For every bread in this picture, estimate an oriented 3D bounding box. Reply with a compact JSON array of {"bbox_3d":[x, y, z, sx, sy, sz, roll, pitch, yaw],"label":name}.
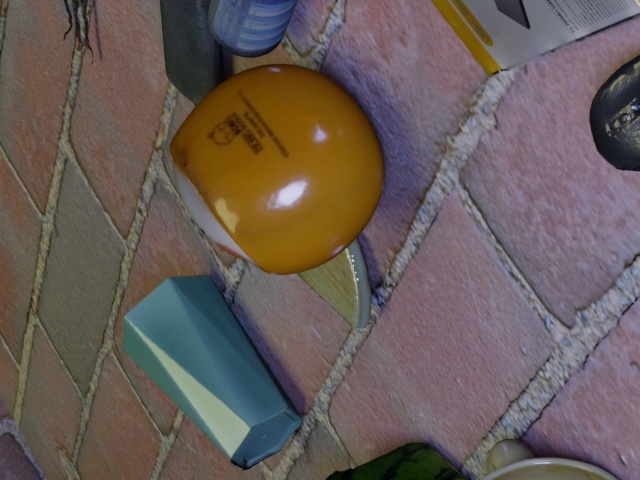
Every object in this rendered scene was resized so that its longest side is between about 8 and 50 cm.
[{"bbox_3d":[0.002,-0.001,1.872,0.193,0.036,0.112,41,138,40],"label":"bread"}]

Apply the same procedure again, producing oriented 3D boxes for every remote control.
[{"bbox_3d":[-0.146,-0.319,1.865,0.107,0.044,0.377,48,150,42],"label":"remote control"}]

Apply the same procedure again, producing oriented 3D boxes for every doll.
[{"bbox_3d":[-0.027,-0.060,1.721,0.213,0.213,0.236,50,-176,30],"label":"doll"}]

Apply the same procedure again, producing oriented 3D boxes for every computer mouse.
[{"bbox_3d":[0.239,-0.093,1.304,0.079,0.047,0.135,60,153,10],"label":"computer mouse"}]

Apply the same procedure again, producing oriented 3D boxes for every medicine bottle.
[{"bbox_3d":[-0.055,-0.263,1.687,0.083,0.083,0.203,58,156,16],"label":"medicine bottle"}]

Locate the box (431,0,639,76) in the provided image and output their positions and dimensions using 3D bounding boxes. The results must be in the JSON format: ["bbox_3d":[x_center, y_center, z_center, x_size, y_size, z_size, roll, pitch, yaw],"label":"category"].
[{"bbox_3d":[0.159,-0.205,1.331,0.129,0.033,0.247,51,159,-10],"label":"box"}]

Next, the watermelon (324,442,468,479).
[{"bbox_3d":[0.081,0.396,1.908,0.331,0.189,0.330,53,156,37],"label":"watermelon"}]

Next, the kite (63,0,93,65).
[{"bbox_3d":[-0.314,-0.342,2.211,0.141,0.015,0.245,46,146,38],"label":"kite"}]

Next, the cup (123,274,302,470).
[{"bbox_3d":[-0.137,0.171,2.185,0.235,0.148,0.134,51,-176,29],"label":"cup"}]

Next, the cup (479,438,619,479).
[{"bbox_3d":[0.191,0.312,1.612,0.255,0.173,0.202,32,137,50],"label":"cup"}]
